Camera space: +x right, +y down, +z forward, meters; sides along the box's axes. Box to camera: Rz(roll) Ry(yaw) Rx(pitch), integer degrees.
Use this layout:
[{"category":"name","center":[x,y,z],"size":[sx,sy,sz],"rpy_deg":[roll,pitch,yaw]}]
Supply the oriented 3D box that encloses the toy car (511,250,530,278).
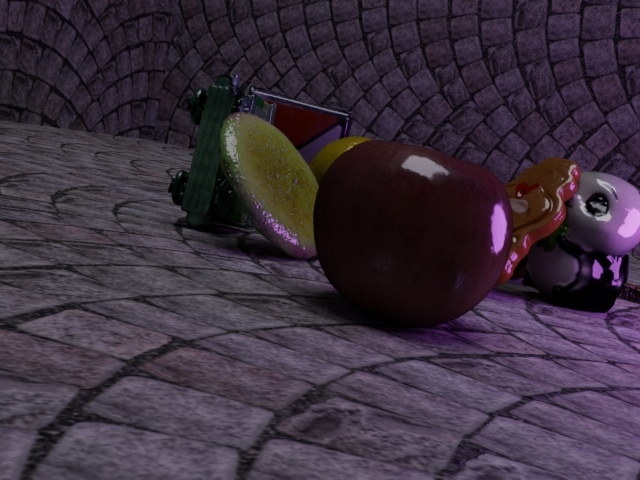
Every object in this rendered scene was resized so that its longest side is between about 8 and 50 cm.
[{"category":"toy car","center":[0.412,0.000,1.901],"size":[0.248,0.200,0.142],"rpy_deg":[20,40,-33]}]

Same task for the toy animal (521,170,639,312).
[{"category":"toy animal","center":[0.509,-0.001,1.730],"size":[0.213,0.266,0.212],"rpy_deg":[10,12,-2]}]

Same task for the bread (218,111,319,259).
[{"category":"bread","center":[-0.079,-0.107,1.599],"size":[0.045,0.301,0.301],"rpy_deg":[-30,-12,24]}]

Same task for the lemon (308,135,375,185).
[{"category":"lemon","center":[0.070,-0.124,2.097],"size":[0.241,0.240,0.219],"rpy_deg":[15,19,26]}]

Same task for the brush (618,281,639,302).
[{"category":"brush","center":[0.749,0.132,1.968],"size":[0.248,0.043,0.036],"rpy_deg":[17,16,32]}]

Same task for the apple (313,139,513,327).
[{"category":"apple","center":[0.126,-0.009,1.245],"size":[0.306,0.234,0.306],"rpy_deg":[14,5,-1]}]

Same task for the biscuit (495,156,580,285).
[{"category":"biscuit","center":[0.354,-0.039,1.686],"size":[0.047,0.334,0.202],"rpy_deg":[53,-13,-29]}]

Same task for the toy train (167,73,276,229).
[{"category":"toy train","center":[-0.187,-0.164,1.732],"size":[0.120,0.300,0.202],"rpy_deg":[10,-2,18]}]

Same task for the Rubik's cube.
[{"category":"Rubik's cube","center":[-0.083,-0.251,2.505],"size":[0.305,0.306,0.310],"rpy_deg":[13,7,1]}]
